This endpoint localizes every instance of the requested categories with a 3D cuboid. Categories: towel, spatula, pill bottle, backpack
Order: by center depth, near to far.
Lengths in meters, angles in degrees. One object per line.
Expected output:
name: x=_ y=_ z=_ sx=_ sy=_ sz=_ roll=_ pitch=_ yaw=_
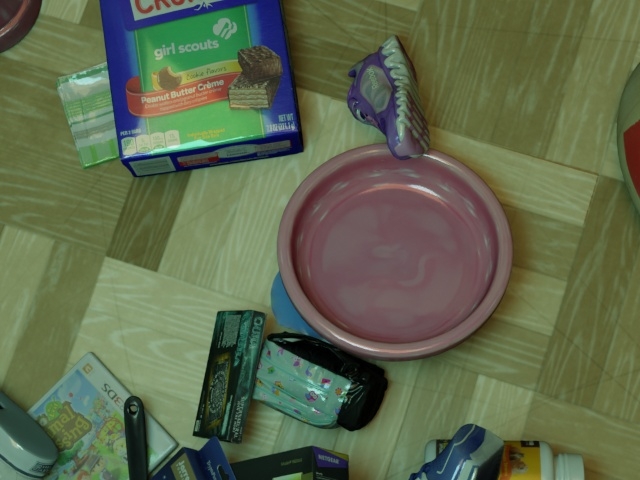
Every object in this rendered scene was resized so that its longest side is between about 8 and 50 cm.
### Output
pill bottle: x=0.250 y=0.333 z=1.865 sx=0.214 sy=0.117 sz=0.117 roll=0 pitch=79 yaw=5
backpack: x=-0.010 y=0.198 z=1.910 sx=0.182 sy=0.152 sz=0.115 roll=22 pitch=86 yaw=15
spatula: x=-0.260 y=0.369 z=1.932 sx=0.084 sy=0.030 sz=0.297 roll=-4 pitch=86 yaw=6
towel: x=-0.333 y=-0.196 z=2.077 sx=0.113 sy=0.023 sz=0.152 roll=-19 pitch=78 yaw=2

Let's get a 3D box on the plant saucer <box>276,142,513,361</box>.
plant saucer: x=0.104 y=0.022 z=1.930 sx=0.332 sy=0.084 sz=0.332 roll=0 pitch=64 yaw=0

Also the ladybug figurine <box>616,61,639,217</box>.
ladybug figurine: x=0.593 y=-0.097 z=1.896 sx=0.305 sy=0.162 sz=0.449 roll=-28 pitch=78 yaw=-1

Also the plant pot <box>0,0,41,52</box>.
plant pot: x=-0.542 y=-0.400 z=2.058 sx=0.201 sy=0.180 sz=0.201 roll=-1 pitch=78 yaw=5

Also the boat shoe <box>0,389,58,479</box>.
boat shoe: x=-0.544 y=0.250 z=1.958 sx=0.367 sy=0.136 sz=0.156 roll=40 pitch=100 yaw=16

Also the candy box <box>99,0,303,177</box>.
candy box: x=-0.179 y=-0.276 z=2.023 sx=0.268 sy=0.122 sz=0.317 roll=-9 pitch=77 yaw=-1

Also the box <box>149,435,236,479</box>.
box: x=-0.200 y=0.377 z=1.829 sx=0.225 sy=0.036 sz=0.136 roll=-45 pitch=48 yaw=18

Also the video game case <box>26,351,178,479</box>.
video game case: x=-0.347 y=0.303 z=1.977 sx=0.212 sy=0.023 sz=0.193 roll=-45 pitch=78 yaw=-4

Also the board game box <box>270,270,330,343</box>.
board game box: x=0.011 y=0.092 z=1.967 sx=0.168 sy=0.033 sz=0.133 roll=19 pitch=60 yaw=9

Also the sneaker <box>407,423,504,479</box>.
sneaker: x=0.096 y=0.363 z=1.776 sx=0.182 sy=0.127 sz=0.316 roll=32 pitch=113 yaw=21

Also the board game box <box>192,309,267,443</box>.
board game box: x=-0.129 y=0.192 z=1.932 sx=0.026 sy=0.126 sz=0.186 roll=16 pitch=80 yaw=-27

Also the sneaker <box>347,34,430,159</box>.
sneaker: x=0.091 y=-0.194 z=1.974 sx=0.104 sy=0.095 sz=0.236 roll=-21 pitch=43 yaw=13

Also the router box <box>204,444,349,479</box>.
router box: x=-0.099 y=0.420 z=1.802 sx=0.308 sy=0.081 sz=0.243 roll=-20 pitch=61 yaw=36
